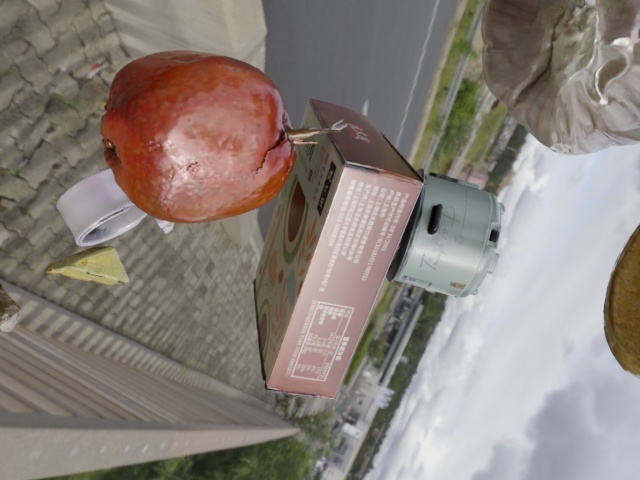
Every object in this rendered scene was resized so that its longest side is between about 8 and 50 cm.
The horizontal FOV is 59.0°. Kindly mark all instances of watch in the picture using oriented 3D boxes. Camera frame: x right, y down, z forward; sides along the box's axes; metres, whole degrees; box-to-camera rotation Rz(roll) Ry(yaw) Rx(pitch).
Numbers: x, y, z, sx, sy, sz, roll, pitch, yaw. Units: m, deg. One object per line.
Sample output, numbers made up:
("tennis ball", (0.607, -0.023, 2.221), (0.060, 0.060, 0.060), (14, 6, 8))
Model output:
("watch", (-0.483, -0.066, 1.357), (0.231, 0.196, 0.244), (-33, 176, -11))

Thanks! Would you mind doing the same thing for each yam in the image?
("yam", (-0.577, 0.078, 0.972), (0.056, 0.241, 0.057), (-31, 138, -33))

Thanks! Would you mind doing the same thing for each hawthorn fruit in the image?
("hawthorn fruit", (-0.117, -0.125, 0.688), (0.211, 0.298, 0.211), (175, -90, -85))

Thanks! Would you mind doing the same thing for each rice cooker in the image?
("rice cooker", (0.232, -0.015, 1.157), (0.280, 0.226, 0.241), (102, 3, -82))

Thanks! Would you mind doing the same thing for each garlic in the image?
("garlic", (0.335, -0.260, 0.695), (0.259, 0.317, 0.318), (-37, 151, -50))

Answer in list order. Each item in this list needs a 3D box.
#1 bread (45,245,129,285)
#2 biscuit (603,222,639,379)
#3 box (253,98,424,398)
("bread", (-0.402, 0.060, 0.985), (0.109, 0.084, 0.080), (-32, 110, -52))
("biscuit", (0.541, 0.065, 0.733), (0.344, 0.287, 0.057), (-58, 152, -15))
("box", (0.000, 0.000, 0.947), (0.344, 0.122, 0.385), (-109, -145, -61))
